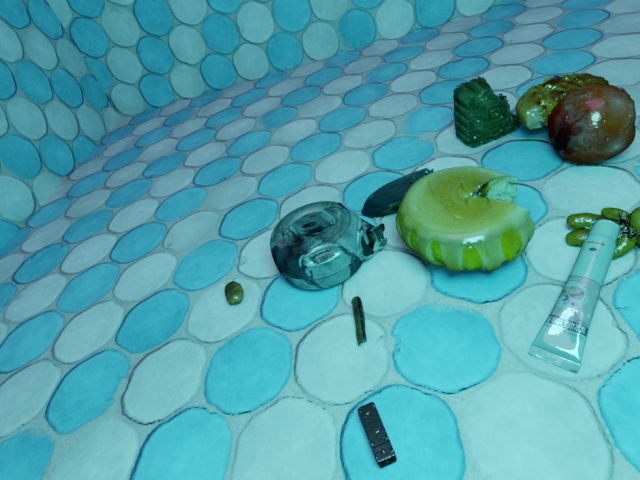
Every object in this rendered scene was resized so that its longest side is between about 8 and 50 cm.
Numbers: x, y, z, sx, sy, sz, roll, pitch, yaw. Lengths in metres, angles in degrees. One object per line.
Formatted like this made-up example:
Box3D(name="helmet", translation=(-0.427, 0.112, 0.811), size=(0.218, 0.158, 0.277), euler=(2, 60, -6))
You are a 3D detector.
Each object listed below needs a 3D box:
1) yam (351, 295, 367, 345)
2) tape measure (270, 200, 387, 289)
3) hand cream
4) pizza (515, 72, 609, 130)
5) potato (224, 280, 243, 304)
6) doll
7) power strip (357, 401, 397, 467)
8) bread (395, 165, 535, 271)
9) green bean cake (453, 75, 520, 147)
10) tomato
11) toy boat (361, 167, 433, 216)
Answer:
Box3D(name="yam", translation=(0.090, 0.188, 0.955), size=(0.027, 0.033, 0.129), euler=(6, 44, -9))
Box3D(name="tape measure", translation=(0.000, 0.000, 1.118), size=(0.275, 0.147, 0.256), euler=(-34, 40, -18))
Box3D(name="hand cream", translation=(0.519, 0.102, 0.824), size=(0.085, 0.058, 0.331), euler=(20, 69, 36))
Box3D(name="pizza", translation=(0.771, -0.440, 1.294), size=(0.409, 0.113, 0.278), euler=(-31, 40, -23))
Box3D(name="potato", translation=(-0.239, 0.143, 1.142), size=(0.051, 0.040, 0.083), euler=(-30, 38, -2))
Box3D(name="doll", translation=(0.655, -0.031, 0.901), size=(0.210, 0.097, 0.137), euler=(-2, 48, 30))
Box3D(name="power strip", translation=(0.102, 0.352, 0.752), size=(0.038, 0.029, 0.111), euler=(-23, 36, -1))
Box3D(name="bread", translation=(0.338, -0.048, 1.008), size=(0.333, 0.160, 0.333), euler=(-13, 37, 10))
Box3D(name="green bean cake", translation=(0.534, -0.420, 1.321), size=(0.194, 0.208, 0.107), euler=(-20, 42, 4))
Box3D(name="tomato", translation=(0.717, -0.309, 1.108), size=(0.185, 0.208, 0.208), euler=(-14, 39, 20))
Box3D(name="toy boat", translation=(0.231, -0.128, 1.221), size=(0.246, 0.103, 0.092), euler=(-22, 50, 21))
